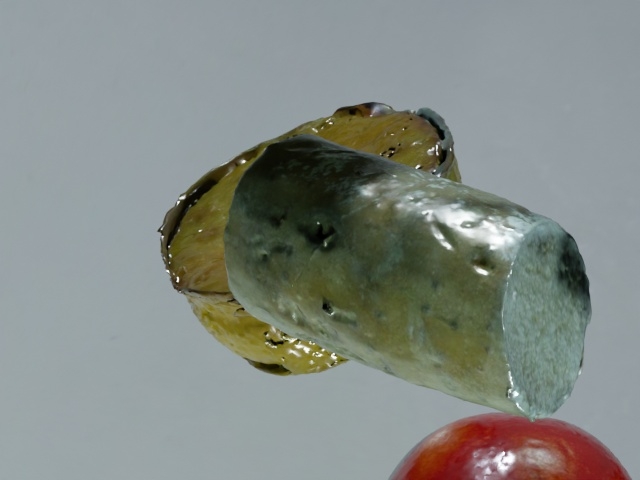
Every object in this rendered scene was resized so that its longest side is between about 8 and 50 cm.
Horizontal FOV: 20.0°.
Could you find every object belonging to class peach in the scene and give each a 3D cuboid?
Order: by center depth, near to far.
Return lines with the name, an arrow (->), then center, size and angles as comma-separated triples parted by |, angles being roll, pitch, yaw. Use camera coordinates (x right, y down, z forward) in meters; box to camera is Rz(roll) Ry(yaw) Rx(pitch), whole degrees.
peach -> 0.141, 0.238, 1.272 | 0.243, 0.199, 0.244 | 7, 76, -32

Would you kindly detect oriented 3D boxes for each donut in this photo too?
donut -> 0.000, 0.000, 1.413 | 0.272, 0.272, 0.107 | -33, 118, -12

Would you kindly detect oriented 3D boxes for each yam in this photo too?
yam -> 0.049, 0.018, 0.934 | 0.107, 0.194, 0.107 | -23, 122, -42
